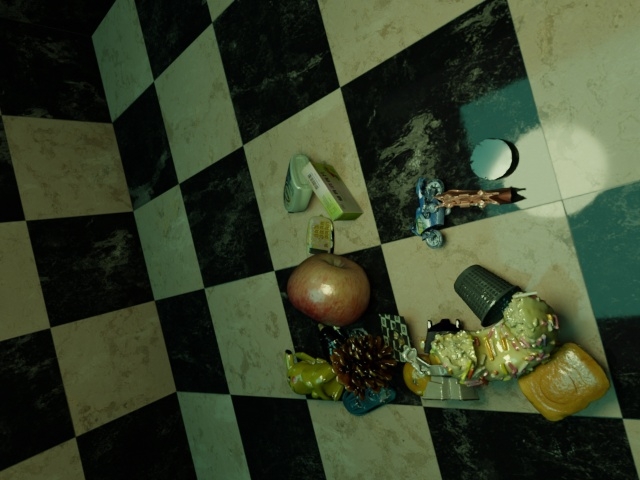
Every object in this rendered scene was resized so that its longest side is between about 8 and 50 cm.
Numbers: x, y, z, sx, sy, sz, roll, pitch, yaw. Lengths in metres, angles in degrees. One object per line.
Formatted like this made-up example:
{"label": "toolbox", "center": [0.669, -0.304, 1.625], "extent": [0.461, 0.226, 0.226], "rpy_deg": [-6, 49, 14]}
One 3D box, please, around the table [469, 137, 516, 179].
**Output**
{"label": "table", "center": [0.554, -0.262, 1.346], "extent": [0.133, 0.043, 0.134], "rpy_deg": [8, 102, 40]}

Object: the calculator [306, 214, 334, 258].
{"label": "calculator", "center": [0.000, 0.000, 1.882], "extent": [0.157, 0.033, 0.237], "rpy_deg": [10, 102, 40]}

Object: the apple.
{"label": "apple", "center": [0.038, 0.189, 1.704], "extent": [0.344, 0.344, 0.270], "rpy_deg": [29, 94, 34]}

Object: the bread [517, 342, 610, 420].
{"label": "bread", "center": [0.737, 0.425, 1.265], "extent": [0.174, 0.121, 0.246], "rpy_deg": [51, 128, 21]}

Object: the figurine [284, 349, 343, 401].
{"label": "figurine", "center": [-0.048, 0.630, 1.945], "extent": [0.326, 0.169, 0.218], "rpy_deg": [-8, 116, 35]}

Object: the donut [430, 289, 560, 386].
{"label": "donut", "center": [0.540, 0.317, 1.263], "extent": [0.371, 0.307, 0.150], "rpy_deg": [-36, 43, 24]}

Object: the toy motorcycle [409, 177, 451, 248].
{"label": "toy motorcycle", "center": [0.383, -0.100, 1.497], "extent": [0.135, 0.092, 0.255], "rpy_deg": [4, 92, 50]}

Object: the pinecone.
{"label": "pinecone", "center": [0.179, 0.490, 1.642], "extent": [0.264, 0.264, 0.264], "rpy_deg": [9, 104, 39]}

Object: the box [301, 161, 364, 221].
{"label": "box", "center": [0.050, -0.199, 1.702], "extent": [0.062, 0.175, 0.261], "rpy_deg": [-40, 72, 29]}

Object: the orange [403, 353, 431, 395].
{"label": "orange", "center": [0.386, 0.512, 1.580], "extent": [0.156, 0.124, 0.156], "rpy_deg": [4, 96, 40]}

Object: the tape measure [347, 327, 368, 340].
{"label": "tape measure", "center": [0.165, 0.423, 1.800], "extent": [0.094, 0.054, 0.091], "rpy_deg": [-12, 93, 47]}

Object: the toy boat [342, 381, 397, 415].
{"label": "toy boat", "center": [0.188, 0.682, 1.807], "extent": [0.299, 0.092, 0.134], "rpy_deg": [-45, 72, 36]}

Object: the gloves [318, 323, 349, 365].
{"label": "gloves", "center": [0.051, 0.458, 1.875], "extent": [0.203, 0.124, 0.164], "rpy_deg": [39, 103, 20]}

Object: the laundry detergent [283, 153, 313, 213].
{"label": "laundry detergent", "center": [-0.108, -0.227, 1.864], "extent": [0.280, 0.105, 0.215], "rpy_deg": [116, 146, -60]}

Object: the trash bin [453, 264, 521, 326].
{"label": "trash bin", "center": [0.537, 0.170, 1.375], "extent": [0.161, 0.175, 0.176], "rpy_deg": [48, 126, 40]}

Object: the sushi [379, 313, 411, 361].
{"label": "sushi", "center": [0.312, 0.380, 1.644], "extent": [0.210, 0.040, 0.193], "rpy_deg": [153, 107, -69]}

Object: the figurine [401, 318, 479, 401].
{"label": "figurine", "center": [0.447, 0.415, 1.463], "extent": [0.143, 0.308, 0.309], "rpy_deg": [108, 139, -77]}

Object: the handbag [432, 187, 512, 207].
{"label": "handbag", "center": [0.491, -0.136, 1.347], "extent": [0.212, 0.157, 0.059], "rpy_deg": [1, 99, 41]}
